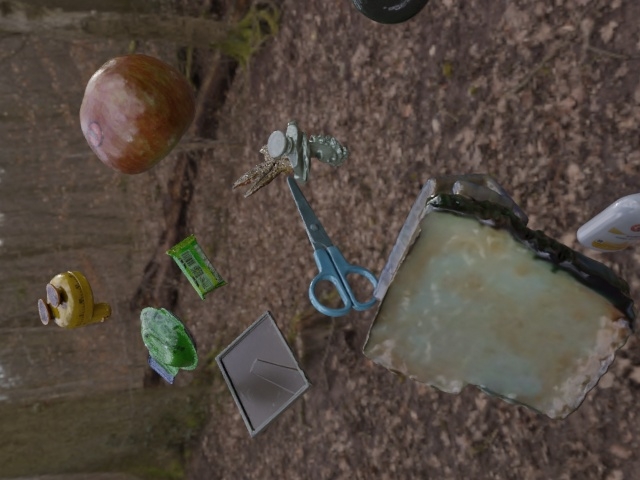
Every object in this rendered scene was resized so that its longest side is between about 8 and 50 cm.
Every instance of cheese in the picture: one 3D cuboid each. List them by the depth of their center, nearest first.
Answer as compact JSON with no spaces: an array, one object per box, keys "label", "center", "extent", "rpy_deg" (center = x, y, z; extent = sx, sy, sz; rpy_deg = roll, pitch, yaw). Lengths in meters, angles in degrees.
[{"label":"cheese","center":[-0.403,0.278,1.915],"extent":[0.204,0.083,0.320],"rpy_deg":[39,143,11]}]

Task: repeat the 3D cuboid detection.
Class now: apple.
[{"label":"apple","center":[-0.457,-0.317,1.788],"extent":[0.309,0.250,0.277],"rpy_deg":[-36,26,32]}]

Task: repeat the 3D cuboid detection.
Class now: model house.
[{"label":"model house","center":[0.364,0.071,1.500],"extent":[0.400,0.445,0.395],"rpy_deg":[-62,-8,-62]}]

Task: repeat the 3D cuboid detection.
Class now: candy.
[{"label":"candy","center":[-0.352,0.078,2.098],"extent":[0.178,0.102,0.032],"rpy_deg":[54,142,-2]}]

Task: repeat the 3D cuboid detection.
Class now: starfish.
[{"label":"starfish","center":[-0.104,-0.178,1.728],"extent":[0.043,0.227,0.240],"rpy_deg":[53,166,-27]}]

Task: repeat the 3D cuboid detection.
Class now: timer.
[{"label":"timer","center":[-0.445,0.109,1.335],"extent":[0.107,0.109,0.107],"rpy_deg":[9,103,44]}]

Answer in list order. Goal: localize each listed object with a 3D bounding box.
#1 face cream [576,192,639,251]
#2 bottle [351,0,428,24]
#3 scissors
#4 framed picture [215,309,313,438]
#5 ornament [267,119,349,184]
[{"label":"face cream","center":[0.728,-0.056,1.690],"extent":[0.291,0.144,0.071],"rpy_deg":[125,149,-60]},{"label":"bottle","center":[0.107,-0.464,1.202],"extent":[0.271,0.143,0.156],"rpy_deg":[-87,23,-55]},{"label":"scissors","center":[0.000,0.000,1.937],"extent":[0.447,0.192,0.029],"rpy_deg":[64,154,27]},{"label":"framed picture","center":[-0.157,0.350,1.950],"extent":[0.016,0.213,0.289],"rpy_deg":[39,-169,-46]},{"label":"ornament","center":[-0.017,-0.098,0.794],"extent":[0.041,0.092,0.068],"rpy_deg":[-13,105,46]}]
